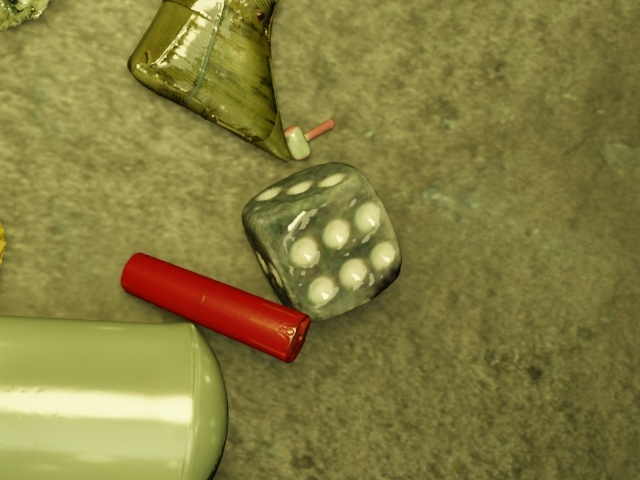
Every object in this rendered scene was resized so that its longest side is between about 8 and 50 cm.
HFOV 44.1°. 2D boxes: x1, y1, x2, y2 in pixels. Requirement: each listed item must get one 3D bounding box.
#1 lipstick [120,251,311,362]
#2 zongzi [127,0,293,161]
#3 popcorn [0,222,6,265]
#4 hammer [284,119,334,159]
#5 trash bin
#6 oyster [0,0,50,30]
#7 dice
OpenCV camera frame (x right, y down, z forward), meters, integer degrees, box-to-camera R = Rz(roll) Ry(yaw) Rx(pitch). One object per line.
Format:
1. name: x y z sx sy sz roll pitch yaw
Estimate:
1. lipstick: -0.149 0.091 1.115 0.279 0.073 0.073 20 102 18
2. zongzi: -0.089 -0.266 1.083 0.274 0.125 0.251 28 103 -25
3. popcorn: -0.499 0.013 1.028 0.180 0.180 0.170 -21 83 -11
4. hammer: -0.014 -0.159 1.191 0.083 0.031 0.053 -32 117 -13
5. trash bin: -0.341 0.237 1.074 0.432 0.280 0.280 8 103 -17
6. oyster: -0.313 -0.388 0.992 0.199 0.087 0.252 3 98 -9
7. dice: 0.000 0.000 1.161 0.182 0.183 0.181 -29 111 -10
